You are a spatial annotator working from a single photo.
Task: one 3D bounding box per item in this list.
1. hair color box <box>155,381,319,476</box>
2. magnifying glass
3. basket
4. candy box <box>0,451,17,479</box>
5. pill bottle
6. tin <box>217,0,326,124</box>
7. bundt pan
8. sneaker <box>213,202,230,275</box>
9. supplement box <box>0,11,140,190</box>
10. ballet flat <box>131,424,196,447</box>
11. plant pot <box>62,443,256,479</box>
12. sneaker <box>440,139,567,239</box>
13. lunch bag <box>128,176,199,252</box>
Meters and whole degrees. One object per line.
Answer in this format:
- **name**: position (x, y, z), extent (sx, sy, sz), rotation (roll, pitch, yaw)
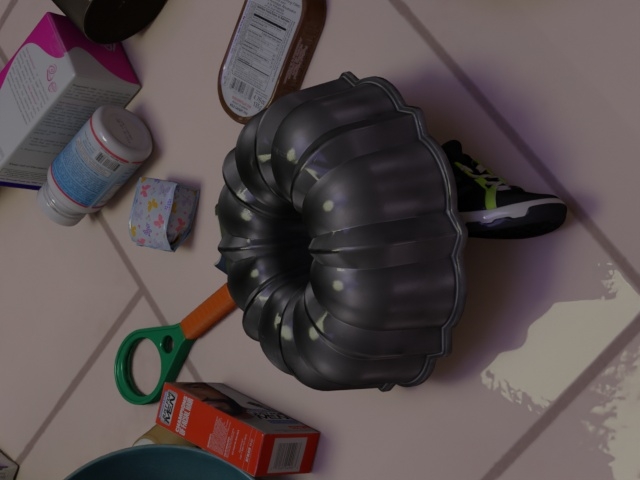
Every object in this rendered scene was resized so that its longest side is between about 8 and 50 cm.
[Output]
- **hair color box**: position (-0.094, 0.208, 1.512), extent (0.167, 0.093, 0.053), rotation (18, 97, 40)
- **magnifying glass**: position (-0.174, 0.121, 1.639), extent (0.231, 0.026, 0.092), rotation (-41, 61, 34)
- **basket**: position (-0.304, -0.367, 1.697), extent (0.154, 0.204, 0.227), rotation (-46, 67, 15)
- **candy box**: position (-0.518, 0.363, 1.889), extent (0.165, 0.070, 0.196), rotation (29, 106, 39)
- **pill bottle**: position (-0.289, -0.091, 1.714), extent (0.160, 0.087, 0.087), rotation (-43, 60, 30)
- **tin**: position (-0.058, -0.221, 1.555), extent (0.106, 0.040, 0.190), rotation (31, 107, 34)
- **bundt pan**: position (0.000, 0.000, 1.355), extent (0.331, 0.124, 0.331), rotation (21, 116, 54)
- **sneaker**: position (-0.086, -0.046, 1.543), extent (0.086, 0.064, 0.192), rotation (6, 93, 37)
- **supplement box**: position (-0.352, -0.176, 1.760), extent (0.220, 0.114, 0.111), rotation (-44, 59, 32)
- **ballet flat**: position (-0.226, 0.301, 1.634), extent (0.080, 0.073, 0.232), rotation (47, 116, 33)
- **plant pot**: position (-0.175, 0.397, 1.478), extent (0.290, 0.290, 0.195), rotation (53, 157, 31)
- **sneaker**: position (0.134, -0.053, 1.337), extent (0.234, 0.084, 0.097), rotation (1, 86, 42)
- **lunch bag**: position (-0.192, -0.030, 1.647), extent (0.071, 0.053, 0.083), rotation (9, 83, 40)
